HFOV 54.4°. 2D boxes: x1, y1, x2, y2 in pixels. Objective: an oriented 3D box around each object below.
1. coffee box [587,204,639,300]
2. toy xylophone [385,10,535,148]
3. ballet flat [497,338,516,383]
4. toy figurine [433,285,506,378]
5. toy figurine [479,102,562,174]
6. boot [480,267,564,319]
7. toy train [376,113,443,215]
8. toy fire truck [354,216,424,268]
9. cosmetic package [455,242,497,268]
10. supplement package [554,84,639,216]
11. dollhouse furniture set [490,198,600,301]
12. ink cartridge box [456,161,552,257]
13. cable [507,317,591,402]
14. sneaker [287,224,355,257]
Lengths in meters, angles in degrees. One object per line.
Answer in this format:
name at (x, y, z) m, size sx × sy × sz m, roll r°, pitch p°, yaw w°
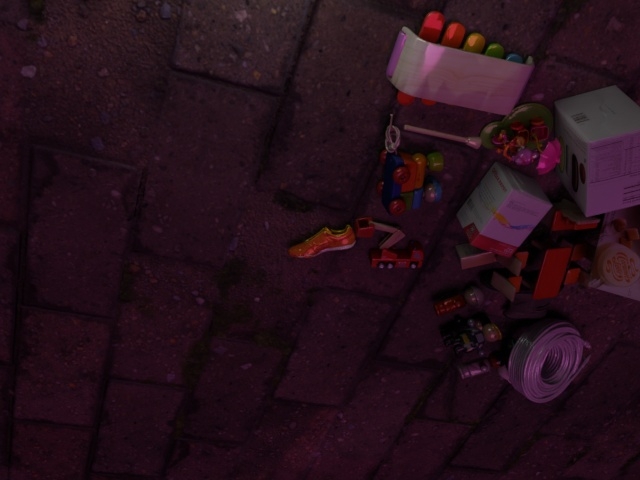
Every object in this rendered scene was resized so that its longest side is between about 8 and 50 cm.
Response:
coffee box at (0.754, 0.007, 1.505) m, size 0.098 × 0.141 × 0.246 m, roll -14°, pitch 117°, yaw -51°
toy xylophone at (0.291, -0.329, 1.325) m, size 0.323 × 0.081 × 0.236 m, roll 15°, pitch 125°, yaw -18°
ballet flat at (0.610, 0.405, 1.942) m, size 0.096 × 0.095 × 0.280 m, roll -23°, pitch 128°, yaw 26°
toy figurine at (0.420, 0.256, 1.724) m, size 0.148 × 0.209 × 0.213 m, roll -20°, pitch 129°, yaw 2°
toy figurine at (0.462, -0.211, 1.391) m, size 0.173 × 0.159 × 0.130 m, roll -11°, pitch 128°, yaw 2°
boot at (0.548, 0.166, 1.754) m, size 0.247 × 0.083 × 0.161 m, roll 5°, pitch 133°, yaw -9°
toy train at (0.218, -0.180, 1.429) m, size 0.143 × 0.105 × 0.248 m, roll -9°, pitch 129°, yaw -14°
toy fire truck at (0.178, 0.008, 1.599) m, size 0.192 × 0.047 × 0.135 m, roll 1°, pitch 127°, yaw -8°
cosmetic package at (0.419, 0.033, 1.641) m, size 0.115 × 0.060 × 0.041 m, roll -12°, pitch 127°, yaw 5°
supplement package at (0.630, -0.201, 1.397) m, size 0.149 × 0.194 × 0.203 m, roll -14°, pitch 128°, yaw 5°
dollhouse furniture set at (0.600, 0.037, 1.582) m, size 0.262 × 0.135 × 0.259 m, roll -6°, pitch 119°, yaw -20°
ink cartridge box at (0.444, -0.074, 1.515) m, size 0.127 × 0.128 × 0.176 m, roll 18°, pitch 124°, yaw -20°
cable at (0.665, 0.349, 1.838) m, size 0.257 × 0.089 × 0.257 m, roll -50°, pitch 124°, yaw -8°
sneaker at (0.000, 0.000, 1.573) m, size 0.175 × 0.064 × 0.067 m, roll -16°, pitch 109°, yaw -1°
